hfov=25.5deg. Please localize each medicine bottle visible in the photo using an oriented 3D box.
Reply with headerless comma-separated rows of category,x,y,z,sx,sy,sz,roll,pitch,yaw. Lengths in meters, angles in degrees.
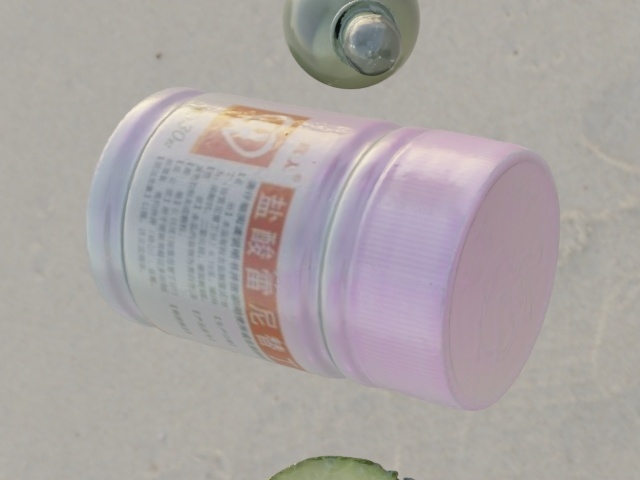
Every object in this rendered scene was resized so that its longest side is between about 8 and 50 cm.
medicine bottle,0.000,0.000,1.083,0.316,0.202,0.202,12,69,30

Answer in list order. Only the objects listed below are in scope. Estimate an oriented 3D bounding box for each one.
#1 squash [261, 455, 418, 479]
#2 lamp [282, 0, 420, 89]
squash,-0.021,0.162,0.581,0.187,0.123,0.123,136,151,-61
lamp,0.024,-0.132,0.889,0.091,0.091,0.163,-39,17,8
